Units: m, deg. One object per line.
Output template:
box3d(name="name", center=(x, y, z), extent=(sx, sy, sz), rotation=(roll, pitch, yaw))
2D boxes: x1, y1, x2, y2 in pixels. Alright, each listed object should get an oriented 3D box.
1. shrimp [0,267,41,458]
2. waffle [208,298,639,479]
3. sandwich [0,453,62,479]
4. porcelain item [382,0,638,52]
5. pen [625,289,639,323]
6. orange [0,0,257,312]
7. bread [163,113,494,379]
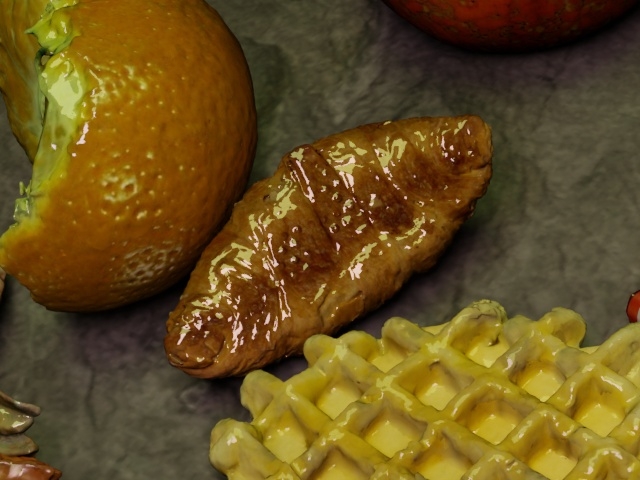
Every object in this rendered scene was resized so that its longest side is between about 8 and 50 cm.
box3d(name="shrimp", center=(-0.246, 0.048, 1.014), extent=(0.317, 0.077, 0.168), rotation=(27, 54, 38))
box3d(name="waffle", center=(0.066, 0.129, 0.860), extent=(0.261, 0.056, 0.250), rotation=(-7, 43, 11))
box3d(name="sandwich", center=(-0.218, 0.154, 0.838), extent=(0.184, 0.160, 0.109), rotation=(31, 40, 28))
box3d(name="porcelain item", center=(0.124, -0.260, 1.117), extent=(0.253, 0.253, 0.253), rotation=(-8, 44, 7))
box3d(name="pen", center=(0.209, 0.065, 0.845), extent=(0.026, 0.026, 0.218), rotation=(-23, 19, -8))
box3d(name="orange", center=(-0.120, -0.066, 1.021), extent=(0.158, 0.179, 0.237), rotation=(1, 37, -14))
box3d(name="bread", center=(0.000, 0.000, 0.985), extent=(0.233, 0.076, 0.105), rotation=(-37, 88, -15))
